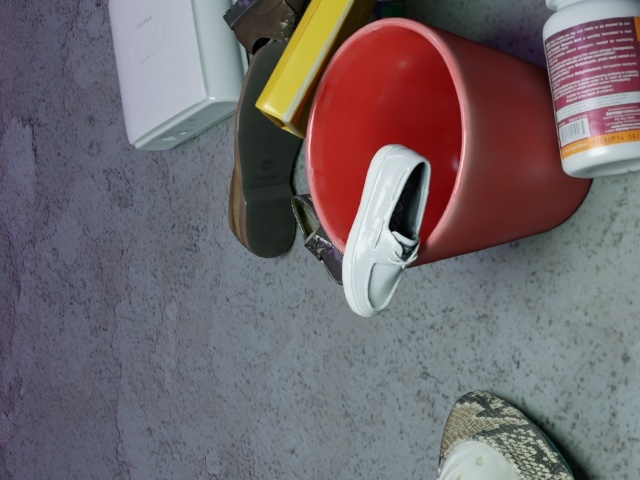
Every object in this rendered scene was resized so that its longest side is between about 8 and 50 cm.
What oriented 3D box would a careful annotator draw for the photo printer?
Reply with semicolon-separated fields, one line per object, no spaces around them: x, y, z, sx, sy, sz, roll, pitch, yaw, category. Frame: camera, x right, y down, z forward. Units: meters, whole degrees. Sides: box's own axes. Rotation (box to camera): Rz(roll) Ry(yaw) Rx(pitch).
-0.224;-0.320;2.191;0.256;0.107;0.307;-22;74;50;photo printer

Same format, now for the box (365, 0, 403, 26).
0.036;-0.267;1.910;0.179;0.043;0.105;8;96;53;box

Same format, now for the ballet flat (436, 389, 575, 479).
0.235;0.343;1.550;0.483;0.182;0.164;52;130;38;ballet flat

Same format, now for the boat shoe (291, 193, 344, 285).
0.000;0.000;1.954;0.056;0.049;0.152;-54;51;37;boat shoe

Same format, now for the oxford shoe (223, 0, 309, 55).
-0.041;-0.334;1.993;0.227;0.083;0.096;-37;79;48;oxford shoe

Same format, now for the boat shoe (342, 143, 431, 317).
0.075;-0.005;1.459;0.063;0.066;0.184;24;100;50;boat shoe

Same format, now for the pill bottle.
0.302;-0.185;1.503;0.121;0.121;0.221;-16;78;51;pill bottle

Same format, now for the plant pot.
0.158;-0.104;1.591;0.275;0.243;0.275;0;90;53;plant pot

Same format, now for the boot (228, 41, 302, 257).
-0.092;-0.135;2.035;0.115;0.112;0.305;27;114;60;boot

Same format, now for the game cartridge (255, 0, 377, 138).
0.026;-0.281;1.697;0.323;0.053;0.285;-64;-2;1;game cartridge
